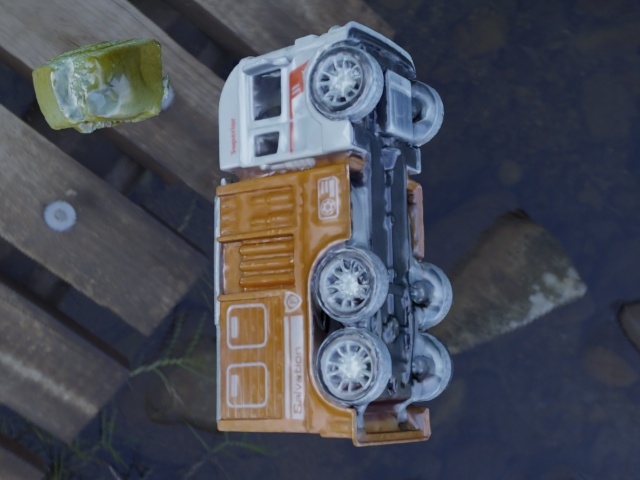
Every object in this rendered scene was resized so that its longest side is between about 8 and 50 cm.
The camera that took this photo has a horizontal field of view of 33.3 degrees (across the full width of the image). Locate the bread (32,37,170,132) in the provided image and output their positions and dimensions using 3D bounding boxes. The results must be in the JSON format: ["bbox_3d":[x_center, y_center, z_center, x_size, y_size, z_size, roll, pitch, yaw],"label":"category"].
[{"bbox_3d":[-0.242,-0.177,1.210,0.156,0.110,0.103,-18,101,-12],"label":"bread"}]

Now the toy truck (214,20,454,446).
[{"bbox_3d":[0.000,0.000,1.039,0.173,0.207,0.387,13,73,-59],"label":"toy truck"}]
